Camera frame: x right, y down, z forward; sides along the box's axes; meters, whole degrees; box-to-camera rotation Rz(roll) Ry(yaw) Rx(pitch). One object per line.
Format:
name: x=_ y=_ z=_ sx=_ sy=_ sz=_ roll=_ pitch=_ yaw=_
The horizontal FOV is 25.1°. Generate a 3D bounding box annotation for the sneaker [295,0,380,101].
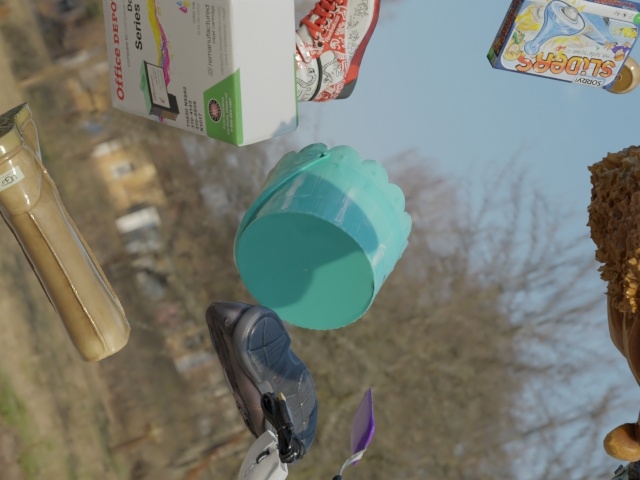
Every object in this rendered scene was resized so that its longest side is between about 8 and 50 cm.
sneaker: x=0.001 y=-0.333 z=2.279 sx=0.090 sy=0.145 sz=0.270 roll=53 pitch=-39 yaw=39

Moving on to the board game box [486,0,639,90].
board game box: x=0.359 y=-0.297 z=2.085 sx=0.035 sy=0.201 sz=0.136 roll=-107 pitch=-149 yaw=-48

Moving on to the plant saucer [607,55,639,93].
plant saucer: x=0.532 y=-0.296 z=2.575 sx=0.015 sy=0.083 sz=0.083 roll=-57 pitch=138 yaw=-50

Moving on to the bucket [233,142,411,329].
bucket: x=0.000 y=0.000 z=2.374 sx=0.183 sy=0.281 sz=0.281 roll=-61 pitch=142 yaw=-50

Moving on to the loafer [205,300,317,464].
loafer: x=-0.082 y=0.193 z=2.023 sx=0.095 sy=0.109 sz=0.302 roll=21 pitch=-36 yaw=34

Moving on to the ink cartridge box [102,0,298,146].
ink cartridge box: x=-0.166 y=-0.259 z=1.947 sx=0.278 sy=0.117 sz=0.201 roll=19 pitch=-60 yaw=42

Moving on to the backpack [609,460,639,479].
backpack: x=0.448 y=0.386 z=2.011 sx=0.152 sy=0.115 sz=0.182 roll=40 pitch=-47 yaw=3

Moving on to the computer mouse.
computer mouse: x=-0.069 y=0.276 z=1.773 sx=0.193 sy=0.042 sz=0.106 roll=110 pitch=-34 yaw=-44

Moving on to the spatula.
spatula: x=0.034 y=0.313 z=1.934 sx=0.296 sy=0.030 sz=0.084 roll=-65 pitch=179 yaw=-57

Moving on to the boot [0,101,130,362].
boot: x=-0.316 y=-0.011 z=1.654 sx=0.269 sy=0.089 sz=0.236 roll=62 pitch=3 yaw=-18

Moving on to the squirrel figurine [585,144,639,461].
squirrel figurine: x=0.394 y=0.087 z=1.537 sx=0.397 sy=0.281 sz=0.370 roll=61 pitch=32 yaw=-16
